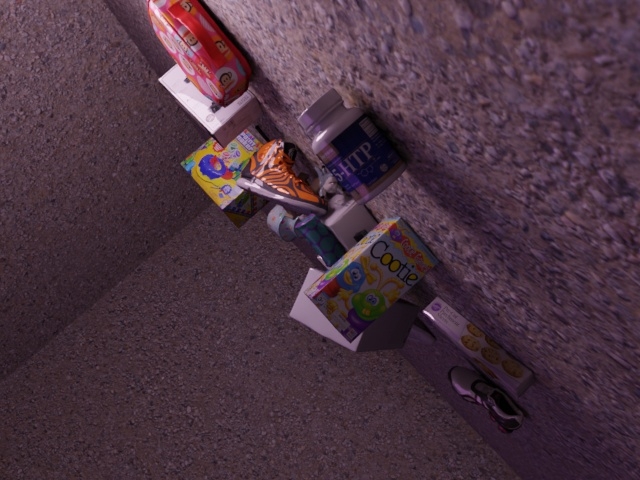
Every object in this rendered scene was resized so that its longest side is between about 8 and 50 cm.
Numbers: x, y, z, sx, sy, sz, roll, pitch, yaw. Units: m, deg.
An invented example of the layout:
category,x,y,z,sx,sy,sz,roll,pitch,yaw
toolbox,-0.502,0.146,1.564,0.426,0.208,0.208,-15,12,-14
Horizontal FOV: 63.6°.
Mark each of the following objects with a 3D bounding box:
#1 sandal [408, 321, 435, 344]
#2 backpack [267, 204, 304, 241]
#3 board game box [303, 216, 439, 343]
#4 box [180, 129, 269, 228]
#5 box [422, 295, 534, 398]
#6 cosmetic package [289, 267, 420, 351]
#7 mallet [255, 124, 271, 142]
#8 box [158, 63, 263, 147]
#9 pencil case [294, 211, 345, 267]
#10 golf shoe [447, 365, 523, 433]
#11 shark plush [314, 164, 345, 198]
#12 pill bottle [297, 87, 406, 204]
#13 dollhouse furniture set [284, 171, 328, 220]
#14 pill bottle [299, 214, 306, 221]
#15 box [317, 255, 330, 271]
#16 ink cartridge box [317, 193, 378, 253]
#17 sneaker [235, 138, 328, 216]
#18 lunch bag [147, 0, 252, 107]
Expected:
category,x,y,z,sx,sy,sz,roll,pitch,yaw
sandal,0.260,0.279,2.017,0.416,0.102,0.169,23,164,18
backpack,-0.104,-0.085,1.969,0.144,0.188,0.166,44,171,33
board game box,0.113,0.087,1.220,0.142,0.275,0.144,49,173,-6
box,-0.323,-0.259,1.989,0.290,0.279,0.177,44,172,25
box,0.400,0.269,1.335,0.324,0.067,0.063,43,170,43
cosmetic package,0.125,0.220,1.598,0.230,0.161,0.453,24,-178,26
mallet,-0.158,-0.314,1.702,0.189,0.039,0.062,51,173,9
box,-0.328,-0.433,1.546,0.290,0.169,0.087,44,174,22
pencil case,0.000,0.000,1.381,0.151,0.064,0.070,52,155,-15
golf shoe,0.540,0.494,1.673,0.273,0.105,0.120,39,154,25
shark plush,0.022,-0.175,1.403,0.161,0.073,0.067,-101,-5,-62
pill bottle,0.051,-0.165,0.900,0.186,0.112,0.112,49,173,-7
dollhouse furniture set,-0.016,-0.118,1.672,0.259,0.135,0.262,25,159,44
pill bottle,0.009,-0.050,1.863,0.169,0.094,0.094,50,173,-20
box,0.094,0.109,2.077,0.148,0.127,0.232,46,172,19
ink cartridge box,0.113,0.010,1.468,0.273,0.114,0.197,52,172,-17
sneaker,-0.093,-0.190,1.469,0.321,0.180,0.125,24,177,29
lunch bag,-0.300,-0.483,1.279,0.293,0.120,0.258,50,172,-8
